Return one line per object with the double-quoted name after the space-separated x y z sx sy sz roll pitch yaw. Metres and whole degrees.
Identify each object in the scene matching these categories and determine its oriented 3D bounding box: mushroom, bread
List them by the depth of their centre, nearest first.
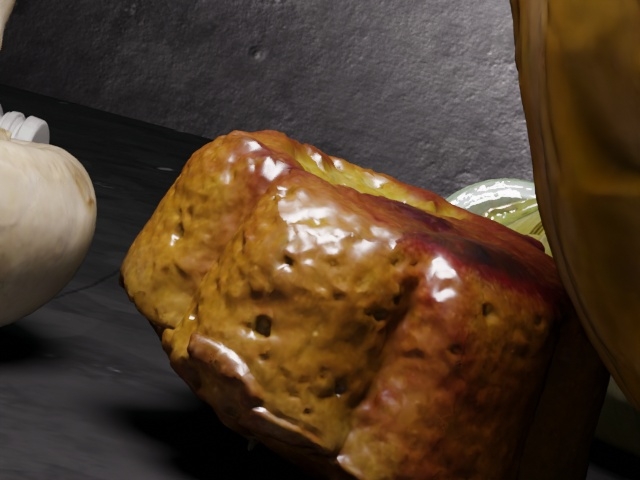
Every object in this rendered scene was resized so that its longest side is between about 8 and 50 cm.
0.017 0.040 0.931 0.246 0.135 0.232 15 14 -44 "bread"
-0.205 -0.042 1.004 0.206 0.209 0.206 40 6 -5 "mushroom"

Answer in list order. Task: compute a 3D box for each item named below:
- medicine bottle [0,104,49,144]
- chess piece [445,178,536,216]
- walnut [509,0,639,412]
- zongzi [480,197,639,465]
-0.306 -0.074 1.432 0.191 0.107 0.107 14 6 4 "medicine bottle"
0.134 0.036 1.484 0.139 0.139 0.272 14 -6 2 "chess piece"
0.242 -0.057 0.827 0.308 0.398 0.354 -15 9 3 "walnut"
0.303 0.034 1.166 0.360 0.160 0.323 -20 31 -34 "zongzi"
